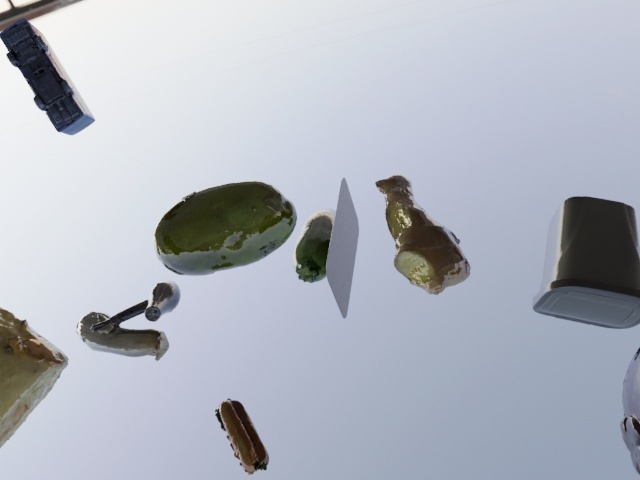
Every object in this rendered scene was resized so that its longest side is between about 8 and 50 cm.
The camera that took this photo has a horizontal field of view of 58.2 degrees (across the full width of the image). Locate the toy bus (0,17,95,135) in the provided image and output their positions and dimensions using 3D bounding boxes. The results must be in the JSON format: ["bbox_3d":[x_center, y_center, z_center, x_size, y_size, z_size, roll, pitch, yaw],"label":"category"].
[{"bbox_3d":[-0.561,-0.330,1.184,0.079,0.237,0.094,-31,177,-5],"label":"toy bus"}]

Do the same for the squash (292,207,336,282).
[{"bbox_3d":[0.000,0.000,1.324,0.107,0.107,0.395,-10,-163,12],"label":"squash"}]

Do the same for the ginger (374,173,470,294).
[{"bbox_3d":[0.169,-0.028,0.991,0.131,0.086,0.295,4,-139,-12],"label":"ginger"}]

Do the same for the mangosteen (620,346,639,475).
[{"bbox_3d":[0.577,0.225,0.731,0.359,0.306,0.306,-19,-145,7],"label":"mangosteen"}]

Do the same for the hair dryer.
[{"bbox_3d":[-0.428,0.168,1.309,0.219,0.075,0.195,-24,-169,3],"label":"hair dryer"}]

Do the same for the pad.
[{"bbox_3d":[0.049,0.013,1.192,0.002,0.176,0.266,-3,-131,17],"label":"pad"}]

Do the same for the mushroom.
[{"bbox_3d":[-0.483,0.233,1.381,0.277,0.099,0.096,7,179,30],"label":"mushroom"}]

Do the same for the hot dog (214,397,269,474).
[{"bbox_3d":[-0.168,0.418,1.224,0.055,0.072,0.188,-45,-127,13],"label":"hot dog"}]

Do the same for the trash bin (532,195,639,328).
[{"bbox_3d":[0.606,0.051,1.293,0.219,0.219,0.250,12,-119,6],"label":"trash bin"}]

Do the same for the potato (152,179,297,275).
[{"bbox_3d":[-0.167,-0.025,1.007,0.253,0.149,0.186,-17,-167,-13],"label":"potato"}]

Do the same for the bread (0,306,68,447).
[{"bbox_3d":[-0.565,0.147,0.794,0.375,0.165,0.237,37,-109,1],"label":"bread"}]
